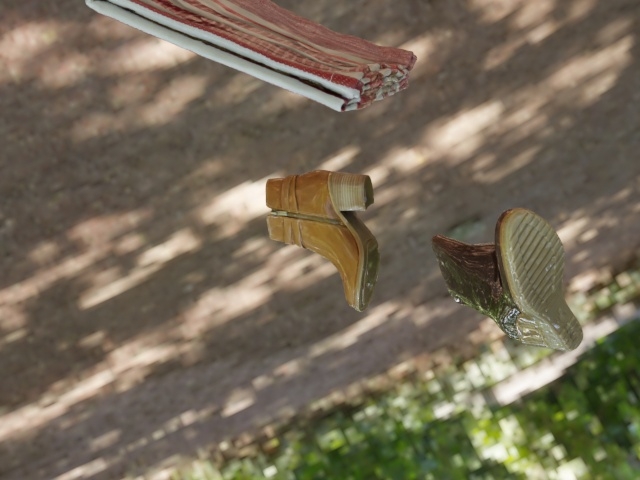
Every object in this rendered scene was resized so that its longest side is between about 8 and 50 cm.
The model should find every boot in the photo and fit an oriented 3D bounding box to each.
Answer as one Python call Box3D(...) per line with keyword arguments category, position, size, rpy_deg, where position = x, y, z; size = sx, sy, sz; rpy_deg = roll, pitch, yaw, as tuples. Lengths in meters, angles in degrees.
Box3D(category="boot", position=(0.205, 0.032, 1.885), size=(0.090, 0.207, 0.248), rpy_deg=(-46, 134, -20))
Box3D(category="boot", position=(0.000, 0.000, 2.133), size=(0.152, 0.197, 0.073), rpy_deg=(-1, -175, 21))

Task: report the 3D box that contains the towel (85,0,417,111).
Box3D(category="towel", position=(-0.047, -0.181, 1.355), size=(0.329, 0.237, 0.037), rpy_deg=(-41, 152, -75))
